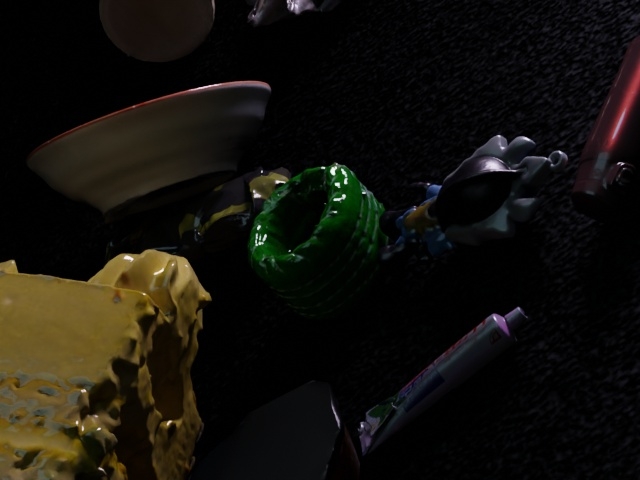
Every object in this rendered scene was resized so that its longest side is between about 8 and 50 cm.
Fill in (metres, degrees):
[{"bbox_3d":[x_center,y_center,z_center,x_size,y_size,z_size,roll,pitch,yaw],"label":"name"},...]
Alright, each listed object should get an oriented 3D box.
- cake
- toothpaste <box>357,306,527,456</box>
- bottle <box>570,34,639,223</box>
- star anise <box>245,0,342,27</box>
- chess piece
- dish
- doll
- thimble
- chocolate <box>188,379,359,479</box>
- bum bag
[{"bbox_3d":[-0.226,0.140,1.380,0.227,0.222,0.286,6,53,13],"label":"cake"},{"bbox_3d":[0.094,0.108,1.297,0.170,0.028,0.045,-40,26,14],"label":"toothpaste"},{"bbox_3d":[0.247,-0.088,1.316,0.060,0.060,0.164,-3,52,47],"label":"bottle"},{"bbox_3d":[-0.008,-0.306,1.846,0.195,0.065,0.182,-43,28,1],"label":"star anise"},{"bbox_3d":[-0.187,-0.342,2.033,0.142,0.143,0.261,-30,29,22],"label":"chess piece"},{"bbox_3d":[-0.163,-0.079,1.681,0.260,0.085,0.260,-18,-4,-1],"label":"dish"},{"bbox_3d":[0.126,-0.031,1.380,0.195,0.070,0.096,-27,51,38],"label":"doll"},{"bbox_3d":[0.000,0.000,1.465,0.118,0.090,0.130,8,59,53],"label":"thimble"},{"bbox_3d":[-0.017,0.194,1.280,0.148,0.080,0.125,-45,43,-12],"label":"chocolate"},{"bbox_3d":[-0.111,-0.020,1.633,0.232,0.060,0.107,-18,23,35],"label":"bum bag"}]
